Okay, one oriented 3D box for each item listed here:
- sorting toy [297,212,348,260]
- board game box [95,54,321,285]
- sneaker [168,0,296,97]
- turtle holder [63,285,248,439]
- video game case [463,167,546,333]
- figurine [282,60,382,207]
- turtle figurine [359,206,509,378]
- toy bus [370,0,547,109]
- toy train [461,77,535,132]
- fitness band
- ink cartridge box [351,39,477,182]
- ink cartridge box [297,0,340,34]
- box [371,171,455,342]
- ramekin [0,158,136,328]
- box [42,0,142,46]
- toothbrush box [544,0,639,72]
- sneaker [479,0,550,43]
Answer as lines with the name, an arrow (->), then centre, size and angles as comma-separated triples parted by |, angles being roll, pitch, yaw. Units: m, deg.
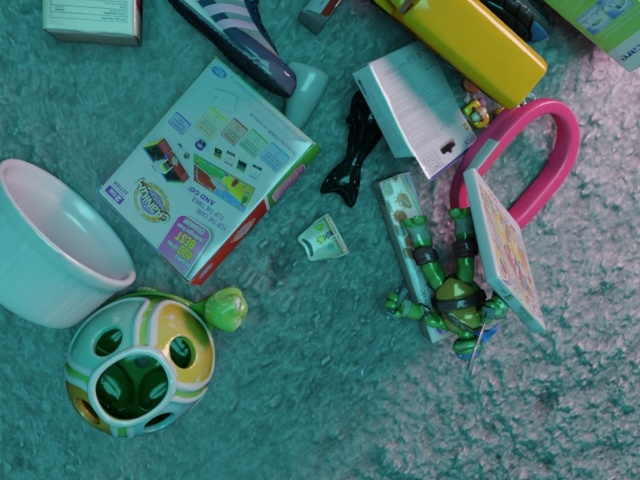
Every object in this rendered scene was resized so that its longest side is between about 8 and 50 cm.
sorting toy -> 0.000, 0.000, 1.355 | 0.075, 0.045, 0.083 | -27, 100, 3
board game box -> -0.193, -0.119, 1.250 | 0.242, 0.064, 0.316 | 43, 92, 12
sneaker -> -0.135, -0.383, 1.234 | 0.319, 0.112, 0.131 | 44, 83, 3
turtle holder -> -0.275, 0.211, 1.240 | 0.320, 0.227, 0.244 | -6, 96, -7
video game case -> 0.312, 0.018, 1.230 | 0.026, 0.227, 0.206 | -24, 139, 26
figurine -> 0.004, -0.190, 1.315 | 0.214, 0.092, 0.210 | 20, 97, -9
turtle figurine -> 0.209, 0.084, 1.236 | 0.274, 0.197, 0.267 | -7, 85, -32
toy bus -> 0.224, -0.366, 1.239 | 0.332, 0.130, 0.108 | 32, 106, -24
toy train -> 0.329, -0.265, 1.371 | 0.166, 0.046, 0.125 | 23, 93, -10
fitness band -> 0.361, -0.131, 1.349 | 0.291, 0.054, 0.209 | -49, 129, 0
ink cartridge box -> 0.173, -0.231, 1.286 | 0.223, 0.045, 0.224 | -36, 100, -47
ink cartridge box -> 0.040, -0.450, 1.218 | 0.056, 0.224, 0.181 | 35, 90, -7
box -> 0.181, 0.030, 1.372 | 0.063, 0.067, 0.324 | -20, 98, -6
ramekin -> -0.447, 0.013, 1.177 | 0.135, 0.277, 0.277 | -44, 100, 5
box -> -0.372, -0.451, 1.207 | 0.148, 0.127, 0.233 | 2, 96, -9
toothbrush box -> 0.514, -0.476, 1.296 | 0.283, 0.122, 0.206 | 34, 58, -10
sneaker -> 0.292, -0.485, 1.305 | 0.340, 0.125, 0.140 | 31, 73, -18
